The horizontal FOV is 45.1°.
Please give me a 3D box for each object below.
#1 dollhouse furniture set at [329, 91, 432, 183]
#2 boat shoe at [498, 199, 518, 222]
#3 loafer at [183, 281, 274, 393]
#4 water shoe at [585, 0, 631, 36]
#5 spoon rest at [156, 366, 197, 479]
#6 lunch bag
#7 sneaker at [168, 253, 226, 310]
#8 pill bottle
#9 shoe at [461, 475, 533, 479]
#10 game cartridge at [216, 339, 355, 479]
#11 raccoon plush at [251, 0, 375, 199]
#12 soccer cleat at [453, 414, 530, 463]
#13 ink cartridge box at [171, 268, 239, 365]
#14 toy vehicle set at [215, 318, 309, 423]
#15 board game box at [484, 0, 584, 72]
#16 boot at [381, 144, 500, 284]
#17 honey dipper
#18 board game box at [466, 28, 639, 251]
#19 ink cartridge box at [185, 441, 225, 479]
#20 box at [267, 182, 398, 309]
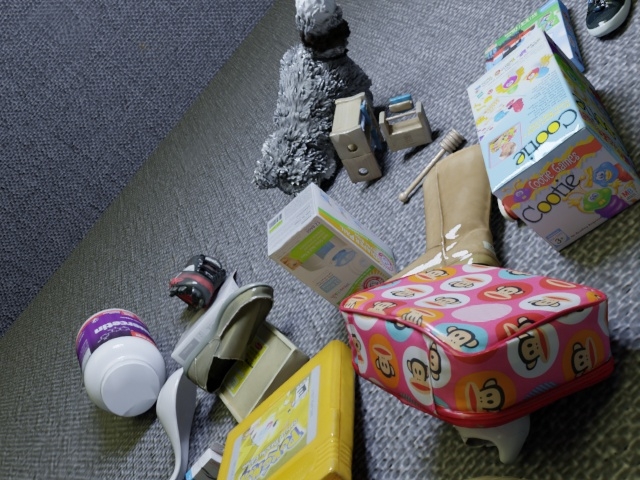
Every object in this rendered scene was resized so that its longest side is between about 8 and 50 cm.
[{"bbox_3d":[0.132,-0.218,1.539,0.183,0.129,0.129,-13,40,19],"label":"dollhouse furniture set"},{"bbox_3d":[0.286,-0.086,1.156,0.043,0.049,0.137,-46,29,35],"label":"boat shoe"},{"bbox_3d":[-0.159,0.188,1.446,0.251,0.094,0.087,-55,48,17],"label":"loafer"},{"bbox_3d":[0.459,-0.418,1.257,0.073,0.080,0.203,-20,40,49],"label":"water shoe"},{"bbox_3d":[-0.282,0.374,1.472,0.084,0.137,0.276,8,60,12],"label":"spoon rest"},{"bbox_3d":[0.190,0.102,0.917,0.258,0.120,0.293,-18,14,-24],"label":"lunch bag"},{"bbox_3d":[-0.281,0.090,1.787,0.135,0.097,0.276,-53,8,-12],"label":"sneaker"},{"bbox_3d":[-0.463,0.285,1.792,0.181,0.181,0.323,-54,26,-3],"label":"pill bottle"},{"bbox_3d":[0.190,0.284,0.830,0.219,0.058,0.077,-20,40,49],"label":"shoe"},{"bbox_3d":[-0.062,0.322,1.144,0.285,0.052,0.324,-44,13,18],"label":"game cartridge"},{"bbox_3d":[-0.060,-0.284,1.632,0.216,0.446,0.299,16,68,28],"label":"raccoon plush"},{"bbox_3d":[0.179,0.209,0.942,0.196,0.068,0.076,12,86,66],"label":"soccer cleat"},{"bbox_3d":[-0.243,0.173,1.744,0.181,0.056,0.225,-47,7,11],"label":"ink cartridge box"},{"bbox_3d":[-0.129,0.237,1.457,0.166,0.035,0.267,-54,25,-4],"label":"toy vehicle set"},{"bbox_3d":[0.363,-0.313,1.333,0.160,0.039,0.211,-35,31,33],"label":"board game box"},{"bbox_3d":[0.177,-0.005,1.205,0.236,0.089,0.270,-24,36,26],"label":"boot"},{"bbox_3d":[0.196,-0.133,1.395,0.161,0.030,0.030,-48,25,13],"label":"honey dipper"},{"bbox_3d":[0.317,-0.145,1.071,0.144,0.142,0.275,-38,29,29],"label":"board game box"},{"bbox_3d":[-0.189,0.395,1.338,0.083,0.048,0.028,-49,25,8],"label":"ink cartridge box"},{"bbox_3d":[0.022,0.021,1.285,0.114,0.203,0.103,-40,28,20],"label":"box"}]
